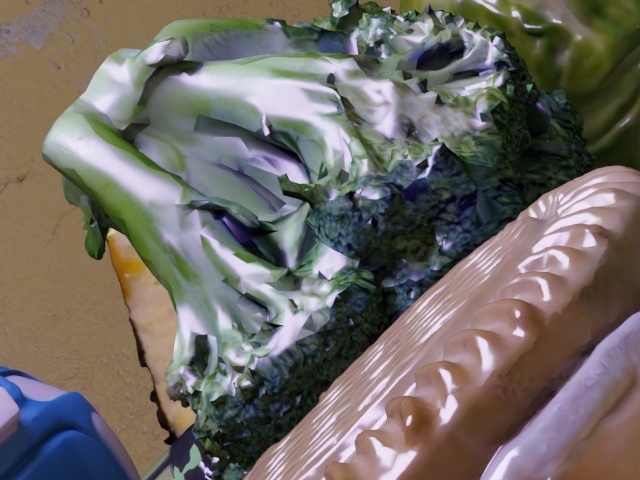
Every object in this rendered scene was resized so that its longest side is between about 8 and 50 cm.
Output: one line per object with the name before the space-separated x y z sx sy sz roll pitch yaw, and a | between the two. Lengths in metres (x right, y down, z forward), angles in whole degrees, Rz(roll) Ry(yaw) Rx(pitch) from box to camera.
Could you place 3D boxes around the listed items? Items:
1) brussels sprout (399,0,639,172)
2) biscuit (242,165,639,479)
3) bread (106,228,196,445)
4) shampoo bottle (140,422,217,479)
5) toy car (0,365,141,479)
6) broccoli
brussels sprout | 0.150 -0.126 1.024 0.223 0.223 0.161 -46 14 27
biscuit | 0.029 0.079 0.548 0.259 0.079 0.259 -47 0 -1
bread | -0.042 0.059 1.166 0.263 0.198 0.236 -38 -35 -65
shampoo bottle | -0.122 0.227 1.005 0.284 0.101 0.101 -47 -1 11
toy car | -0.146 0.198 0.711 0.198 0.166 0.314 -46 -18 -57
broccoli | 0.000 0.000 0.854 0.265 0.245 0.294 -59 -6 29
